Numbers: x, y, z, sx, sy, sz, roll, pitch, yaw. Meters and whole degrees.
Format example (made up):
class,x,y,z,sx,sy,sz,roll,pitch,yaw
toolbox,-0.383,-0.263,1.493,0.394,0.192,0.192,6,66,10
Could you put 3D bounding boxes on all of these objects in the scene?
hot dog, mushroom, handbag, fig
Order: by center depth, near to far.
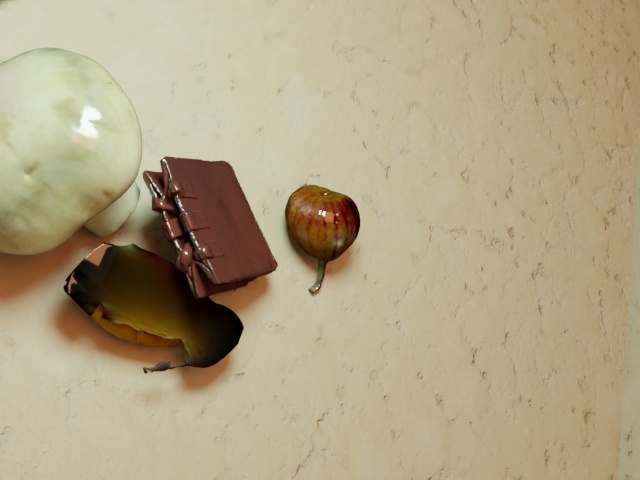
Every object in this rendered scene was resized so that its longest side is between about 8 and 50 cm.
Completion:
class,x,y,z,sx,sy,sz,roll,pitch,yaw
mushroom,-0.443,-0.130,1.516,0.353,0.325,0.353,2,87,-30
hot dog,-0.315,0.128,1.655,0.326,0.107,0.194,46,65,-23
handbag,-0.204,-0.030,1.707,0.260,0.084,0.275,66,19,3
fig,0.015,-0.024,1.891,0.202,0.149,0.148,60,35,-19
